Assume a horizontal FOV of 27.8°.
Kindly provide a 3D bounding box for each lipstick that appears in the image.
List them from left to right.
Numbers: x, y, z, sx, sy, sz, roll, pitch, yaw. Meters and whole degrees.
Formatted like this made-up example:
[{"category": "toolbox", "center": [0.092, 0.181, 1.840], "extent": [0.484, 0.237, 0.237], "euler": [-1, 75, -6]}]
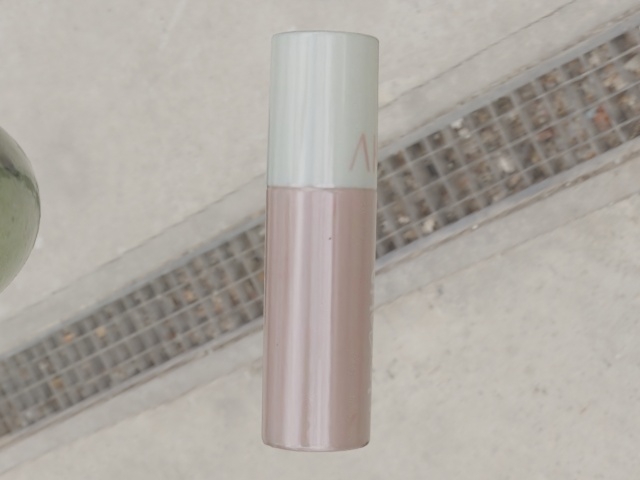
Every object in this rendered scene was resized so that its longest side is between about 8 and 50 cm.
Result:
[{"category": "lipstick", "center": [0.000, 0.000, 0.810], "extent": [0.070, 0.070, 0.254], "euler": [2, 92, 34]}]

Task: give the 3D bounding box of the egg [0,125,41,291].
[{"category": "egg", "center": [-0.573, -0.044, 1.807], "extent": [0.345, 0.428, 0.345], "euler": [5, 100, 30]}]
